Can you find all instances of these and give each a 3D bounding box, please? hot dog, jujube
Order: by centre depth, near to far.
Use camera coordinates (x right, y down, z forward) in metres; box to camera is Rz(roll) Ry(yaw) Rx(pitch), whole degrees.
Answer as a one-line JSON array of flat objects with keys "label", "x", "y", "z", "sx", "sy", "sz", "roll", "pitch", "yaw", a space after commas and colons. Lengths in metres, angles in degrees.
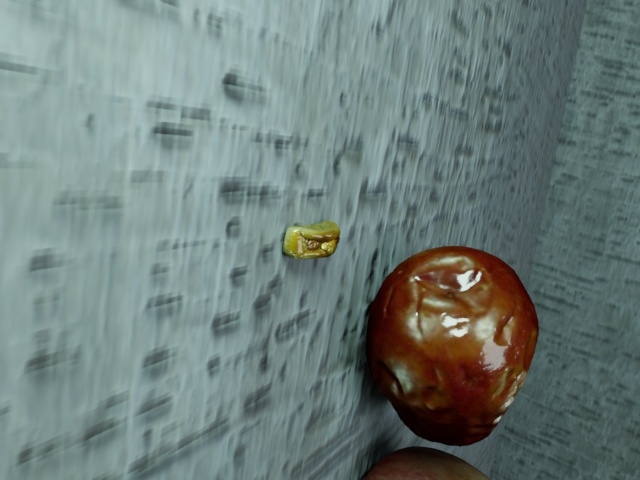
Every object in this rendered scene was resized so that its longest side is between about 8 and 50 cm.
[{"label": "hot dog", "x": 0.000, "y": 0.000, "z": 0.570, "sx": 0.090, "sy": 0.034, "sz": 0.030, "roll": -11, "pitch": 110, "yaw": -60}, {"label": "jujube", "x": 0.169, "y": 0.146, "z": 0.782, "sx": 0.223, "sy": 0.223, "sz": 0.318, "roll": -61, "pitch": 153, "yaw": -28}]

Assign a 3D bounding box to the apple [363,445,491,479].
[{"label": "apple", "x": 0.162, "y": 0.480, "z": 0.840, "sx": 0.345, "sy": 0.269, "sz": 0.344, "roll": -34, "pitch": 131, "yaw": -51}]
